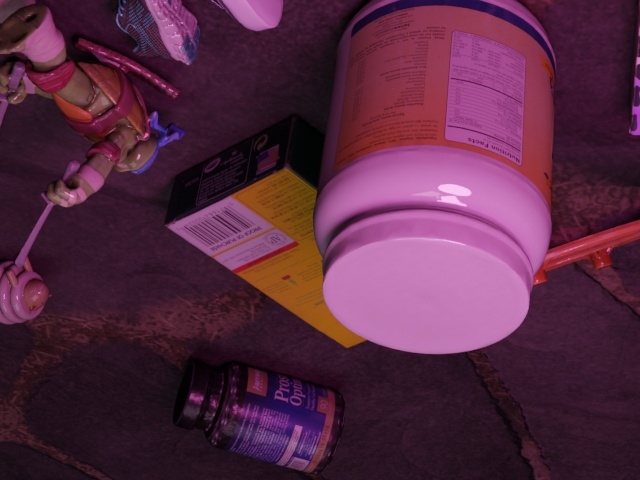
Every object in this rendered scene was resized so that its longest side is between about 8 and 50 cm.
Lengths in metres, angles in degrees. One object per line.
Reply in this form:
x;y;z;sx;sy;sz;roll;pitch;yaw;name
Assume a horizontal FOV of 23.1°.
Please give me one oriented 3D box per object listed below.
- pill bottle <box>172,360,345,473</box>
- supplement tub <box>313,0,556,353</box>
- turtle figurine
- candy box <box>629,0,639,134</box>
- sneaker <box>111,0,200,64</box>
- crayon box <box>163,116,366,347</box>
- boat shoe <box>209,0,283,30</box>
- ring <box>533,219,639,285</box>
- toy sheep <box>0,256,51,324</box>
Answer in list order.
-0.087;0.240;2.168;0.219;0.123;0.123;17;143;-13;pill bottle
0.113;-0.071;1.531;0.228;0.316;0.228;5;145;4;supplement tub
-0.302;-0.129;1.637;0.274;0.198;0.266;-10;137;17;turtle figurine
0.389;-0.188;1.529;0.164;0.070;0.196;2;145;9;candy box
-0.180;-0.237;1.580;0.076;0.065;0.166;1;143;16;sneaker
0.000;0.000;1.855;0.202;0.081;0.318;-23;134;36;crayon box
-0.143;-0.303;1.442;0.102;0.108;0.301;-15;136;28;boat shoe
0.271;0.025;1.709;0.336;0.032;0.336;-18;174;-2;ring
-0.405;0.066;2.024;0.132;0.091;0.091;2;147;31;toy sheep
